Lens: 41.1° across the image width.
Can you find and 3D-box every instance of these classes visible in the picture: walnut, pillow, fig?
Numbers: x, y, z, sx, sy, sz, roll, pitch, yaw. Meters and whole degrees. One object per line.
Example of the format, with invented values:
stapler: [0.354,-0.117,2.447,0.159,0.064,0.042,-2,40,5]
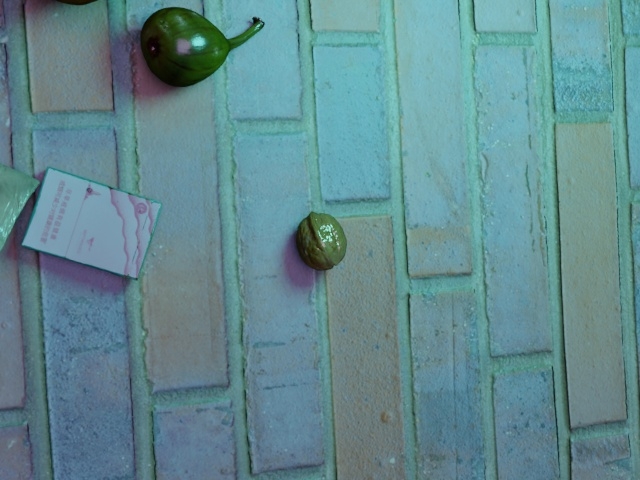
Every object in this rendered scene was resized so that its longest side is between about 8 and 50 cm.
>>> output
walnut: [0.000,0.000,1.744,0.105,0.105,0.124,-21,87,-16]
pillow: [-0.615,-0.050,1.531,0.148,0.050,0.230,15,54,-1]
fig: [-0.227,-0.382,1.689,0.259,0.151,0.151,-15,94,-43]

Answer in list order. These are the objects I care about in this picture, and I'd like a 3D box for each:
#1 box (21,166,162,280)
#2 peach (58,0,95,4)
box: [-0.436,-0.030,1.640,0.226,0.042,0.161,18,85,-12]
peach: [-0.418,-0.598,1.513,0.343,0.343,0.302,-35,116,-14]
